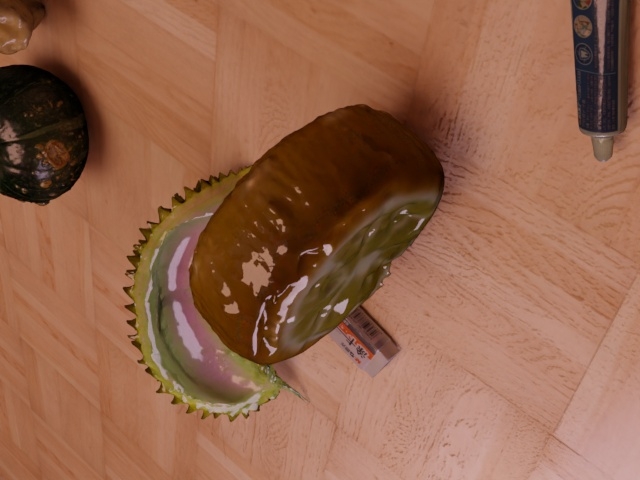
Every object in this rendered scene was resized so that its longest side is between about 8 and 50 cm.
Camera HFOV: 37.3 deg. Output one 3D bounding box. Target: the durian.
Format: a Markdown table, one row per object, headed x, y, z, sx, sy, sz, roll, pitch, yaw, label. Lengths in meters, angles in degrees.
| x | y | z | sx | sy | sz | roll | pitch | yaw | label |
| --- | --- | --- | --- | --- | --- | --- | --- | --- | --- |
| -0.136 | 0.083 | 1.164 | 0.170 | 0.157 | 0.355 | 7 | 125 | 25 | durian |

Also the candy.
| x | y | z | sx | sy | sz | roll | pitch | yaw | label |
| --- | --- | --- | --- | --- | --- | --- | --- | --- | --- |
| 0.000 | 0.000 | 0.857 | 0.118 | 0.260 | 0.260 | 44 | 143 | 22 | candy |

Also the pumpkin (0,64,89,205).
| x | y | z | sx | sy | sz | roll | pitch | yaw | label |
| --- | --- | --- | --- | --- | --- | --- | --- | --- | --- |
| -0.395 | -0.142 | 1.272 | 0.190 | 0.146 | 0.190 | 23 | 140 | 21 | pumpkin |

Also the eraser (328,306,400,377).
| x | y | z | sx | sy | sz | roll | pitch | yaw | label |
| --- | --- | --- | --- | --- | --- | --- | --- | --- | --- |
| 0.034 | 0.098 | 1.084 | 0.122 | 0.029 | 0.052 | 47 | 144 | 11 | eraser |

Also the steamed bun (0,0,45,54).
| x | y | z | sx | sy | sz | roll | pitch | yaw | label |
| --- | --- | --- | --- | --- | --- | --- | --- | --- | --- |
| -0.479 | -0.305 | 1.134 | 0.295 | 0.137 | 0.292 | 33 | -169 | -50 | steamed bun |

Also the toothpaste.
| x | y | z | sx | sy | sz | roll | pitch | yaw | label |
| --- | --- | --- | --- | --- | --- | --- | --- | --- | --- |
| 0.205 | -0.149 | 0.692 | 0.057 | 0.035 | 0.197 | 10 | 123 | 33 | toothpaste |
